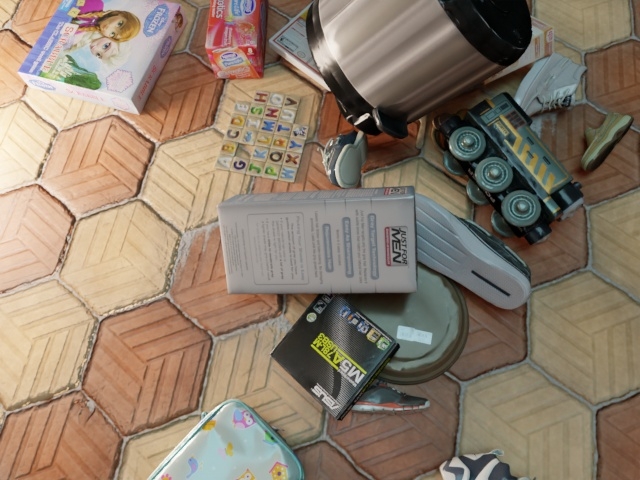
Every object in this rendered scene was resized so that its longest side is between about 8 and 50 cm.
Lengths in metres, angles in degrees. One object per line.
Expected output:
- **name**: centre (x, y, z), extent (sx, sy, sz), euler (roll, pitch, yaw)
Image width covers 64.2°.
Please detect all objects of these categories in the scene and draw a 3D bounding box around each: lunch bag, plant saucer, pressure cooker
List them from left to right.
- **lunch bag**: centre (-0.177, 0.436, 0.915), extent (0.224, 0.108, 0.279), euler (39, 73, 21)
- **pressure cooker**: centre (0.175, -0.451, 1.086), extent (0.375, 0.420, 0.370), euler (51, 45, -14)
- **plant saucer**: centre (0.170, 0.153, 1.051), extent (0.277, 0.041, 0.278), euler (0, 69, 1)

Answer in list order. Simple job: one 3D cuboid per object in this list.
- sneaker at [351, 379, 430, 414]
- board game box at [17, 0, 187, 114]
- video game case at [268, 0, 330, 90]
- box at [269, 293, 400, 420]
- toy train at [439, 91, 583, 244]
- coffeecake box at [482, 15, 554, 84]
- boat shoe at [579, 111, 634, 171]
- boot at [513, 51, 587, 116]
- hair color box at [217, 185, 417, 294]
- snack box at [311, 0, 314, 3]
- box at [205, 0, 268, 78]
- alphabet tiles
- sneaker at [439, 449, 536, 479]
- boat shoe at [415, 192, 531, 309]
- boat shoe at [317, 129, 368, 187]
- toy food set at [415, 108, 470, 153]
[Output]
- **sneaker**: centre (0.132, 0.300, 0.985), extent (0.157, 0.061, 0.065), euler (1, 62, 2)
- **board game box**: centre (-0.555, -0.505, 1.320), extent (0.317, 0.066, 0.319), euler (15, 70, 7)
- **video game case**: centre (0.035, -0.530, 1.307), extent (0.204, 0.025, 0.285), euler (38, 70, 8)
- **box**: centre (0.026, 0.215, 0.995), extent (0.190, 0.045, 0.184), euler (38, 83, 27)
- **toy train**: centre (0.405, -0.157, 1.091), extent (0.190, 0.142, 0.334), euler (-34, 76, -2)
- **coffeecake box**: centre (0.439, -0.469, 1.231), extent (0.185, 0.068, 0.142), euler (-25, 43, -1)
- **boat shoe**: centre (0.641, -0.231, 1.177), extent (0.072, 0.068, 0.190), euler (36, 64, 27)
- **boot**: centre (0.535, -0.342, 1.199), extent (0.123, 0.095, 0.258), euler (28, 71, 19)
- **hair color box**: centre (0.000, 0.000, 1.006), extent (0.374, 0.113, 0.186), euler (-2, 105, 11)
- **snack box**: centre (0.007, -0.579, 1.351), extent (0.064, 0.022, 0.178), euler (1, 69, 0)
- **box**: centre (-0.206, -0.551, 1.294), extent (0.128, 0.123, 0.257), euler (1, 69, 2)
- **alphabet tiles**: centre (-0.131, -0.260, 1.240), extent (0.198, 0.009, 0.237), euler (11, 70, 7)
- **sneaker**: centre (0.325, 0.479, 0.886), extent (0.153, 0.094, 0.235), euler (-25, 59, 2)
- **boat shoe**: centre (0.290, 0.012, 1.070), extent (0.335, 0.121, 0.119), euler (40, 34, 7)
- **boat shoe**: centre (0.047, -0.181, 1.108), extent (0.079, 0.095, 0.254), euler (-1, 32, 17)
- **toy food set**: centre (0.326, -0.256, 1.205), extent (0.192, 0.038, 0.133), euler (11, 69, 6)
